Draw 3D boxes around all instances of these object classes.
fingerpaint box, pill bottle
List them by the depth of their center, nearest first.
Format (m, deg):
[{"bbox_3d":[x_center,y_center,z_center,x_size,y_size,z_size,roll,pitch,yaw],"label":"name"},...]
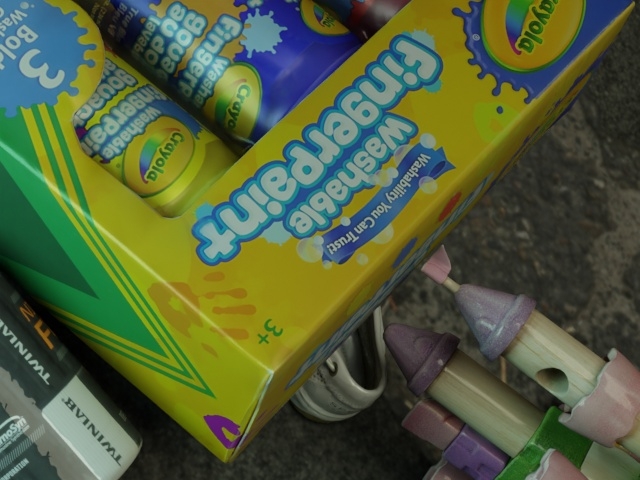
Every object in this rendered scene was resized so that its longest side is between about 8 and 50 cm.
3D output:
[{"bbox_3d":[-0.247,0.090,1.374,0.245,0.130,0.130,50,59,-8],"label":"pill bottle"},{"bbox_3d":[-0.050,-0.126,1.464,0.371,0.163,0.445,40,59,10],"label":"fingerpaint box"}]

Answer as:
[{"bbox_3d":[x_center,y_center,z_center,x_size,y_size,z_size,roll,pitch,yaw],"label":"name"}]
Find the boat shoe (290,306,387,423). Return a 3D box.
[{"bbox_3d":[0.000,0.000,1.556,0.098,0.096,0.277,-13,82,-31],"label":"boat shoe"}]

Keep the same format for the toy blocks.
[{"bbox_3d":[0.151,0.139,1.497,0.260,0.288,0.309,35,53,3],"label":"toy blocks"}]
